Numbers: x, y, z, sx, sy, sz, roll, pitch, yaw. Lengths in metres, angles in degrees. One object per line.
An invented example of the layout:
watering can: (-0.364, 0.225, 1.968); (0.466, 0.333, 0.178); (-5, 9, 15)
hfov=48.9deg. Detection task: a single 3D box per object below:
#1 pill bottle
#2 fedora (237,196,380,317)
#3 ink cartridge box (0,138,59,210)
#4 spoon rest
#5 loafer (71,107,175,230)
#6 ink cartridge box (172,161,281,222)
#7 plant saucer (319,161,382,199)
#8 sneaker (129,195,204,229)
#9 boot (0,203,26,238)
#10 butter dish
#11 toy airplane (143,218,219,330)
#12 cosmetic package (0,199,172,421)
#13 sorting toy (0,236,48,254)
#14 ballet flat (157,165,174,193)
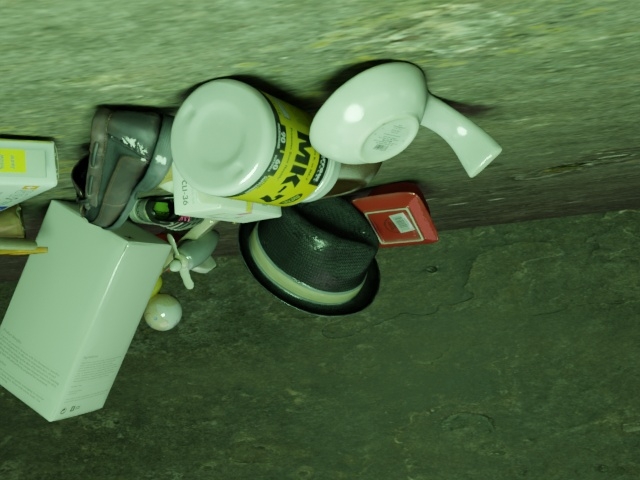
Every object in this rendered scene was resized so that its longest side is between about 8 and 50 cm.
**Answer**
pill bottle: (-0.061, -0.100, 0.787); (0.119, 0.119, 0.208); (-8, 175, 24)
fedora: (0.000, 0.000, 1.477); (0.334, 0.334, 0.152); (-3, 144, -32)
ink cartridge box: (-0.530, -0.072, 0.862); (0.307, 0.072, 0.304); (0, 175, -41)
spoon rest: (0.098, -0.132, 0.798); (0.276, 0.084, 0.137); (6, 138, -46)
loafer: (-0.261, -0.093, 0.869); (0.095, 0.109, 0.302); (18, 159, -26)
ink cartridge box: (-0.125, -0.087, 0.877); (0.067, 0.115, 0.198); (-8, 174, 23)
plant saucer: (-0.043, -0.104, 1.211); (0.311, 0.050, 0.310); (-7, 175, -1)
sneaker: (-0.289, -0.055, 1.390); (0.075, 0.063, 0.170); (-2, 175, 45)
boot: (-0.652, -0.028, 1.190); (0.270, 0.089, 0.236); (-6, -178, -19)
butter dish: (0.172, -0.072, 1.527); (0.160, 0.118, 0.160); (-5, 135, 31)
toy airplane: (-0.383, 0.081, 1.629); (0.385, 0.272, 0.386); (-25, 164, -10)
cosmetic package: (-0.459, 0.127, 1.331); (0.197, 0.365, 0.155); (29, -173, 21)
sorting toy: (-0.561, -0.004, 1.056); (0.196, 0.047, 0.348); (-4, 177, 14)
ballet flat: (-0.163, -0.092, 1.025); (0.232, 0.073, 0.080); (-6, 175, 0)
